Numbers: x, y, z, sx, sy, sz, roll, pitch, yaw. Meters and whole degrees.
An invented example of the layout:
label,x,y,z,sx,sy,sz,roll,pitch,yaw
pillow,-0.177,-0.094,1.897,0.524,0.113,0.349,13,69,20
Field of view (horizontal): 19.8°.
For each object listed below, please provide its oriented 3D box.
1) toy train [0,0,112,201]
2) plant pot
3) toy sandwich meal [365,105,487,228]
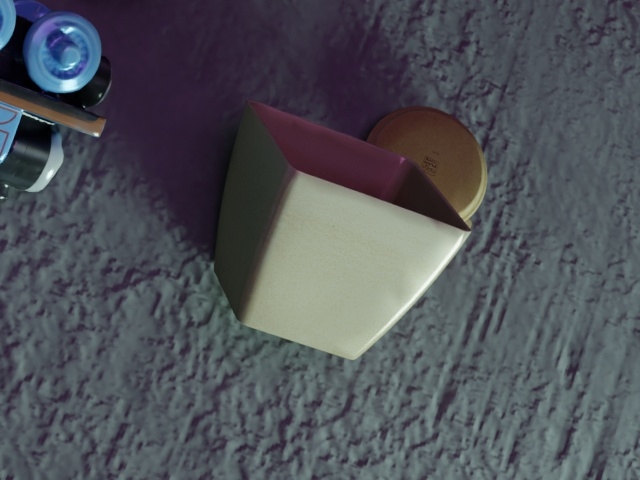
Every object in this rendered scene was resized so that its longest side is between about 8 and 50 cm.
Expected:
label,x,y,z,sx,sy,sz,roll,pitch,yaw
toy train,-0.194,-0.086,0.922,0.184,0.080,0.105,20,92,-34
plant pot,0.000,0.000,0.989,0.109,0.109,0.096,18,107,-22
toy sandwich meal,0.060,-0.037,1.073,0.086,0.029,0.085,5,73,-16
